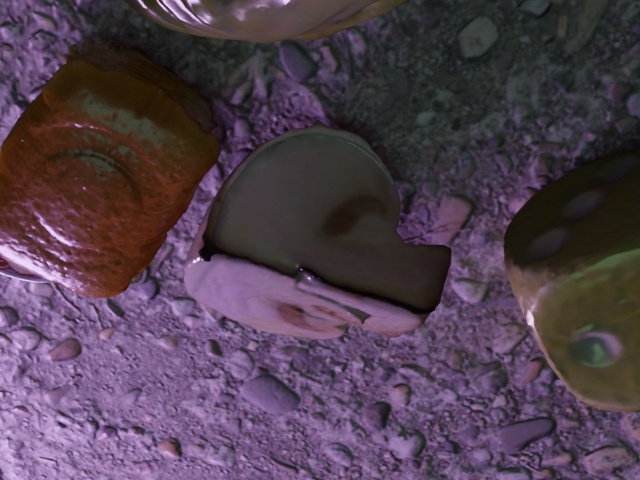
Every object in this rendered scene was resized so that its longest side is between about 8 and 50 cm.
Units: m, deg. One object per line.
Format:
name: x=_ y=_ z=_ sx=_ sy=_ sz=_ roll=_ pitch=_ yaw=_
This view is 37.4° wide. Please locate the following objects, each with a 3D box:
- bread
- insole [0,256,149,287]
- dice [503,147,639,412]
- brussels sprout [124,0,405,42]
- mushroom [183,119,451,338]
bread: x=-0.206 y=-0.062 z=0.883 sx=0.174 sy=0.121 sz=0.245 roll=35 pitch=118 yaw=-12
insole: x=-0.280 y=0.022 z=1.013 sx=0.197 sy=0.004 sz=0.065 roll=8 pitch=122 yaw=4
dice: x=0.275 y=0.032 z=0.843 sx=0.169 sy=0.166 sz=0.169 roll=-27 pitch=115 yaw=22
brussels sprout: x=-0.044 y=-0.273 z=0.613 sx=0.268 sy=0.344 sz=0.344 roll=-40 pitch=116 yaw=-18
mushroom: x=-0.011 y=-0.003 z=0.902 sx=0.236 sy=0.162 sz=0.173 roll=19 pitch=159 yaw=-18
